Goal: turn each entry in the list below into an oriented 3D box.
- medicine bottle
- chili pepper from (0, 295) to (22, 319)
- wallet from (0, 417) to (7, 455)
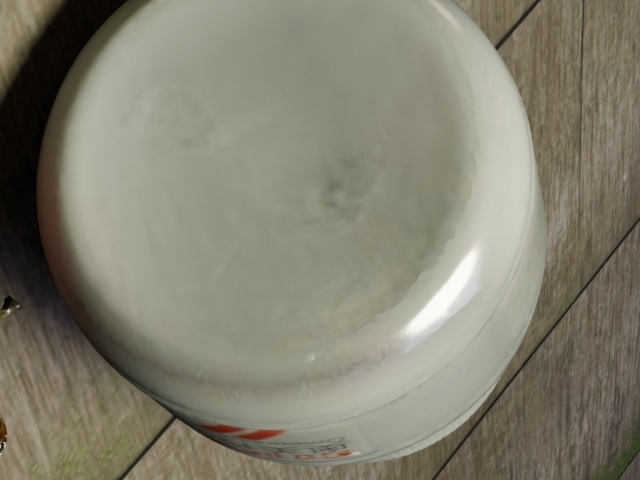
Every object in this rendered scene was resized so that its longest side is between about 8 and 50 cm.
[{"bbox_3d":[0.000,0.000,1.048,0.245,0.245,0.306,-57,164,-8],"label":"medicine bottle"},{"bbox_3d":[-0.200,-0.007,0.893,0.059,0.050,0.268,-41,152,-5],"label":"chili pepper"},{"bbox_3d":[-0.238,0.107,0.952,0.133,0.039,0.243,-56,155,-12],"label":"wallet"}]
